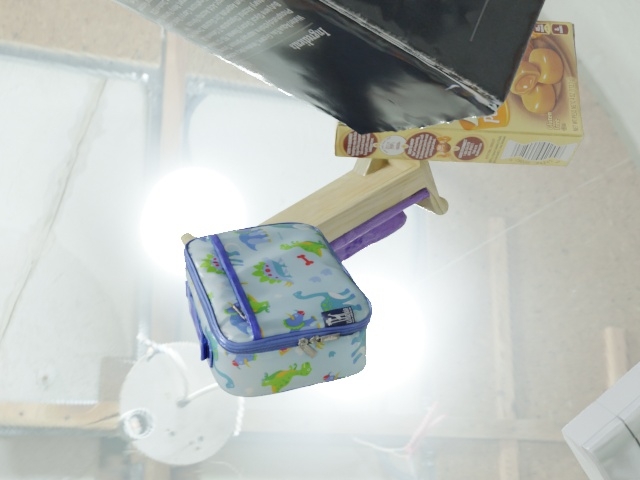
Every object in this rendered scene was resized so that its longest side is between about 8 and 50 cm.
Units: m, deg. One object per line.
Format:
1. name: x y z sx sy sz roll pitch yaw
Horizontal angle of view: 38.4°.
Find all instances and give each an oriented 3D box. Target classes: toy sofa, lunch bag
1. toy sofa: 0.000 0.000 1.328 0.362 0.150 0.177 -30 -63 -18
2. lunch bag: -0.053 0.067 0.987 0.176 0.090 0.219 -8 -146 -15

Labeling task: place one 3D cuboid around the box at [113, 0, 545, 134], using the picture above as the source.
1. box: -0.010 -0.413 0.799 0.471 0.297 0.480 26 -97 -19

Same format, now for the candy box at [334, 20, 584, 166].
1. candy box: 0.178 -0.202 1.222 0.316 0.087 0.183 3 -116 -2

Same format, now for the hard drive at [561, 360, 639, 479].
1. hard drive: 0.375 0.115 0.727 0.353 0.047 0.233 -39 -61 -7
